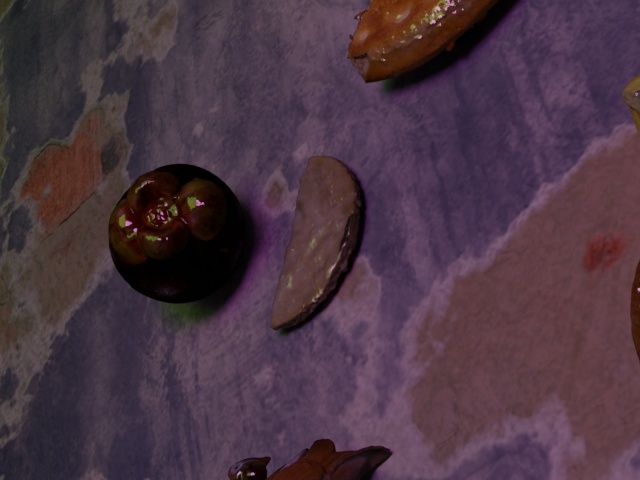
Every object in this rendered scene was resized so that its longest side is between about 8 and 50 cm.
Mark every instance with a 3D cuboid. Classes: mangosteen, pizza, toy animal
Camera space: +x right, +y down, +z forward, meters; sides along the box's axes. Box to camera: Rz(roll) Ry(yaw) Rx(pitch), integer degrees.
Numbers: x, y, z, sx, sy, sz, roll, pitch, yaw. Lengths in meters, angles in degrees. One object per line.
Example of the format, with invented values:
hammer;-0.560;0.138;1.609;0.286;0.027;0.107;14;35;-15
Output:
mangosteen;-0.202;-0.011;1.968;0.210;0.210;0.210;-29;48;38
pizza;0.160;-0.340;1.823;0.335;0.086;0.226;-44;35;22
toy animal;-0.015;0.277;1.637;0.188;0.089;0.179;-33;36;-13

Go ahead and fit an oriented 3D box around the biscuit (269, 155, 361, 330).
biscuit;0.003;-0.004;1.852;0.133;0.032;0.250;-11;60;48

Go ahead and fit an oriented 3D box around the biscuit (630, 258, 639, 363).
biscuit;0.429;0.072;1.253;0.314;0.063;0.367;-39;42;26

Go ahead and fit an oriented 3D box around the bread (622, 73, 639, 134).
bread;0.369;-0.126;1.394;0.129;0.114;0.111;-28;15;17
